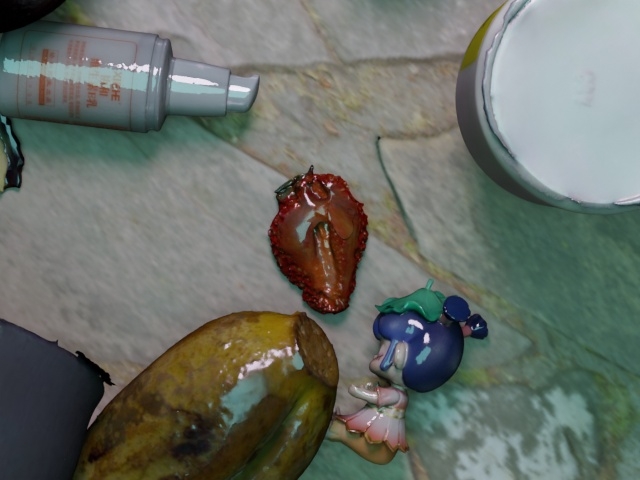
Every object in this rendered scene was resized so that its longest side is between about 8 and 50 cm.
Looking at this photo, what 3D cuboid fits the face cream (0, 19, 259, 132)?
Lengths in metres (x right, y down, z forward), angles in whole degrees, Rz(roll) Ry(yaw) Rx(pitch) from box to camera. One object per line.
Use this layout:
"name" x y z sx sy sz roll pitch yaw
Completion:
"face cream" -0.187 -0.156 1.743 0.252 0.101 0.101 7 92 0

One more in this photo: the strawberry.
"strawberry" 0.000 0.000 1.777 0.104 0.048 0.152 -14 89 4

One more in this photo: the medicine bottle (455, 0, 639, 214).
"medicine bottle" 0.232 -0.132 1.605 0.214 0.378 0.213 0 92 0

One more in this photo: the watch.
"watch" -0.361 0.152 1.590 0.327 0.335 0.314 24 68 -22

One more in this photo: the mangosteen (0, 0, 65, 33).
"mangosteen" -0.307 -0.333 1.650 0.313 0.297 0.297 0 93 -26

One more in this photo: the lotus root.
"lotus root" -0.101 0.185 1.711 0.291 0.193 0.193 -42 92 13

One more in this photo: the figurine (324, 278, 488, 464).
"figurine" 0.083 0.132 1.764 0.102 0.111 0.195 28 95 16

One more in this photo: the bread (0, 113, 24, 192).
"bread" -0.541 -0.204 1.779 0.405 0.242 0.345 -3 88 -33
